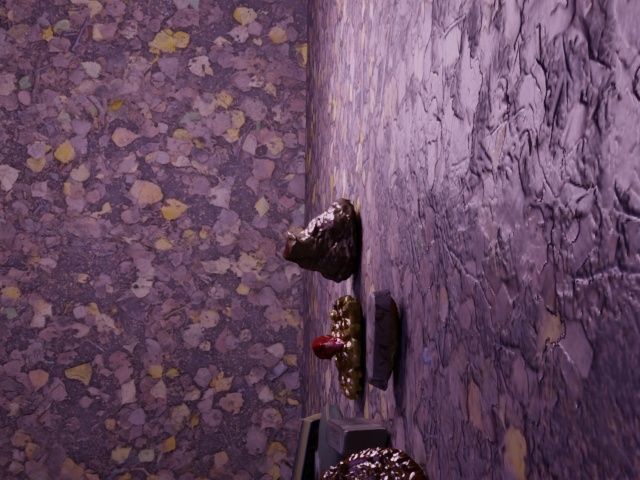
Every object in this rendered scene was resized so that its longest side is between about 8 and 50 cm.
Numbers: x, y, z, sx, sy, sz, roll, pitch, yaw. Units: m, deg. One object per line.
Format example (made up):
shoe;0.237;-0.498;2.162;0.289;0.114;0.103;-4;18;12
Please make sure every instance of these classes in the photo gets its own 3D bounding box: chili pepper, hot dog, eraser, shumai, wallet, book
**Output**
chili pepper;0.013;0.248;1.968;0.268;0.051;0.059;140;133;-76
hot dog;0.111;0.177;1.506;0.099;0.053;0.192;-107;16;-75
eraser;0.068;0.395;1.714;0.352;0.089;0.061;128;139;-80
shumai;0.000;0.000;2.019;0.166;0.176;0.205;-103;18;-67
wallet;0.028;0.606;2.142;0.252;0.083;0.360;-121;33;-71
book;-0.041;0.687;2.295;0.300;0.039;0.427;37;-118;-75

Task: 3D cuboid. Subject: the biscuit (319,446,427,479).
biscuit;0.042;0.444;1.266;0.305;0.038;0.305;-36;29;24

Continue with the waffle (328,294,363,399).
waffle;0.061;0.245;1.960;0.243;0.059;0.237;144;126;-81
